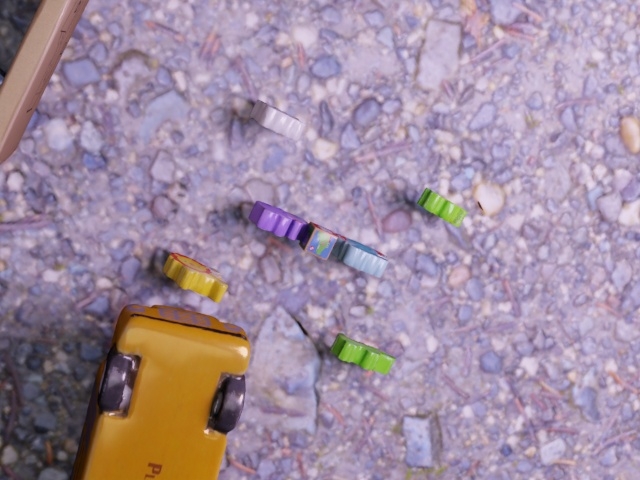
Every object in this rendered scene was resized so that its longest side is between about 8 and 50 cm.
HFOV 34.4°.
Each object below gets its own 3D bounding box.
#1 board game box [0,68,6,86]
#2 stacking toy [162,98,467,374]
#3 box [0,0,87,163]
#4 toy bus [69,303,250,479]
[{"bbox_3d":[-0.368,-0.104,0.786,0.211,0.039,0.160,-45,106,-1],"label":"board game box"},{"bbox_3d":[0.000,0.000,0.886,0.221,0.052,0.167,25,97,-18],"label":"stacking toy"},{"bbox_3d":[-0.194,-0.150,0.747,0.021,0.164,0.201,27,95,-14],"label":"box"},{"bbox_3d":[-0.152,0.214,0.854,0.108,0.130,0.332,13,99,-14],"label":"toy bus"}]
